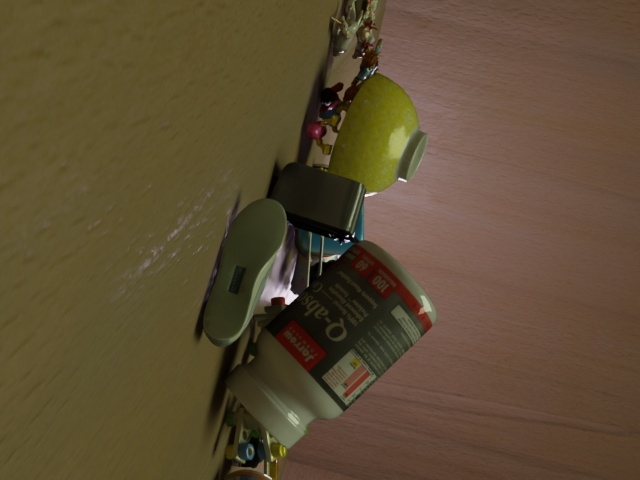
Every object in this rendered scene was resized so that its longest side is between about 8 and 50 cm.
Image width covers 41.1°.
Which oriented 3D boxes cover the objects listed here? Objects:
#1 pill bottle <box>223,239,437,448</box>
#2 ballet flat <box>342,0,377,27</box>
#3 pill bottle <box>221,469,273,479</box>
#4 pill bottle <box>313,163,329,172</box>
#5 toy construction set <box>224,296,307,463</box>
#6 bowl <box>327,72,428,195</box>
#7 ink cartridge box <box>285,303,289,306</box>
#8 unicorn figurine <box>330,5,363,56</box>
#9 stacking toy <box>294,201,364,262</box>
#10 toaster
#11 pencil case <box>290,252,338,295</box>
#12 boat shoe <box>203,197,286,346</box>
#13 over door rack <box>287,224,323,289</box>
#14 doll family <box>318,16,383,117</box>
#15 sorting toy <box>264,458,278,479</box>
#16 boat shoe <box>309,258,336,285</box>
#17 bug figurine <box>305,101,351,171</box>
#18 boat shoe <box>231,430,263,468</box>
[{"bbox_3d":[0.017,0.189,1.539,0.363,0.210,0.210,-43,170,-8],"label":"pill bottle"},{"bbox_3d":[0.096,-0.581,1.977,0.077,0.091,0.241,-42,152,-32],"label":"ballet flat"},{"bbox_3d":[-0.166,0.585,1.673,0.272,0.152,0.152,-67,170,-71],"label":"pill bottle"},{"bbox_3d":[0.002,-0.137,2.214,0.065,0.065,0.116,77,27,-81],"label":"pill bottle"},{"bbox_3d":[-0.102,0.274,1.715,0.215,0.151,0.327,12,84,-62],"label":"toy construction set"},{"bbox_3d":[0.147,-0.212,1.906,0.289,0.156,0.289,-59,165,-28],"label":"bowl"},{"bbox_3d":[-0.119,0.315,2.194,0.385,0.091,0.308,173,-69,-76],"label":"ink cartridge box"},{"bbox_3d":[0.057,-0.469,1.900,0.162,0.060,0.111,97,7,-58],"label":"unicorn figurine"},{"bbox_3d":[-0.004,-0.012,2.136,0.302,0.166,0.175,126,-33,-69],"label":"stacking toy"},{"bbox_3d":[0.000,-0.065,1.587,0.168,0.186,0.110,45,63,-85],"label":"toaster"},{"bbox_3d":[0.000,0.029,2.348,0.124,0.114,0.273,6,97,-53],"label":"pencil case"},{"bbox_3d":[-0.113,0.047,1.224,0.081,0.079,0.227,118,-7,-67],"label":"boat shoe"},{"bbox_3d":[0.006,0.096,1.797,0.239,0.108,0.324,-174,-104,-83],"label":"over door rack"},{"bbox_3d":[0.096,-0.386,1.999,0.263,0.118,0.163,-61,175,2],"label":"doll family"},{"bbox_3d":[-0.109,0.466,1.894,0.193,0.038,0.208,-104,-161,-86],"label":"sorting toy"},{"bbox_3d":[0.021,0.124,2.144,0.340,0.127,0.158,176,-105,-78],"label":"boat shoe"},{"bbox_3d":[-0.007,-0.182,1.883,0.216,0.072,0.279,-21,128,-80],"label":"bug figurine"},{"bbox_3d":[-0.162,0.507,2.050,0.219,0.070,0.077,-4,107,-86],"label":"boat shoe"}]
